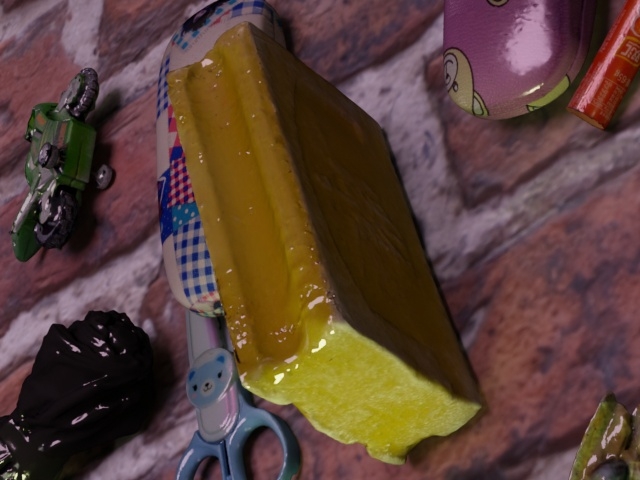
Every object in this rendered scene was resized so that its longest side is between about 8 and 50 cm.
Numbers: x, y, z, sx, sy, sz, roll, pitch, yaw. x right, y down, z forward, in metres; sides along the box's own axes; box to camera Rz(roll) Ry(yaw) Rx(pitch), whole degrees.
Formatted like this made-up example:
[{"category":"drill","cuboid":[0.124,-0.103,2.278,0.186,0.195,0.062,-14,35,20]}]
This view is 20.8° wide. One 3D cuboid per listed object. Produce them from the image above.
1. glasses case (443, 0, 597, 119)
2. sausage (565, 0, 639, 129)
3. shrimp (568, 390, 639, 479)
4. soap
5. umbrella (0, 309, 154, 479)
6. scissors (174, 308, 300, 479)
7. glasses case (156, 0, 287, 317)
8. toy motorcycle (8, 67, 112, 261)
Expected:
[{"category":"glasses case","cuboid":[0.159,-0.241,1.355,0.123,0.076,0.316,-15,59,43]},{"category":"sausage","cuboid":[0.223,-0.144,1.267,0.034,0.034,0.129,31,92,50]},{"category":"shrimp","cuboid":[0.130,0.229,1.110,0.168,0.077,0.317,44,114,57]},{"category":"soap","cuboid":[0.000,0.000,1.303,0.091,0.199,0.315,-37,45,21]},{"category":"umbrella","cuboid":[-0.265,0.195,1.562,0.340,0.118,0.118,-50,41,23]},{"category":"scissors","cuboid":[-0.083,0.120,1.450,0.125,0.030,0.256,-33,48,26]},{"category":"glasses case","cuboid":[-0.083,-0.080,1.517,0.125,0.076,0.327,-28,47,28]},{"category":"toy motorcycle","cuboid":[-0.260,-0.077,1.717,0.106,0.074,0.190,-19,57,51]}]
